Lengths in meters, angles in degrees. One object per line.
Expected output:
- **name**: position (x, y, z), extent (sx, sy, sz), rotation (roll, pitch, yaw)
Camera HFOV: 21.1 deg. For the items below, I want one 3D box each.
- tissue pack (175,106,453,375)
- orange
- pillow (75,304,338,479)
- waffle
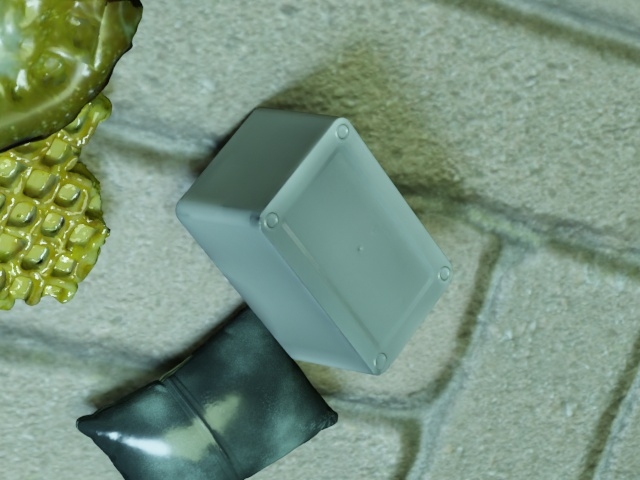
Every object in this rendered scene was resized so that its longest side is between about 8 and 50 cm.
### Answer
- **tissue pack**: position (-0.001, 0.001, 1.766), extent (0.159, 0.136, 0.246), rotation (-52, 124, -23)
- **orange**: position (-0.359, -0.207, 1.490), extent (0.369, 0.210, 0.271), rotation (10, 101, -45)
- **pillow**: position (-0.115, 0.195, 1.849), extent (0.250, 0.106, 0.186), rotation (-36, 114, -10)
- **waffle**: position (-0.298, -0.048, 1.690), extent (0.249, 0.056, 0.253), rotation (-32, 119, -7)
